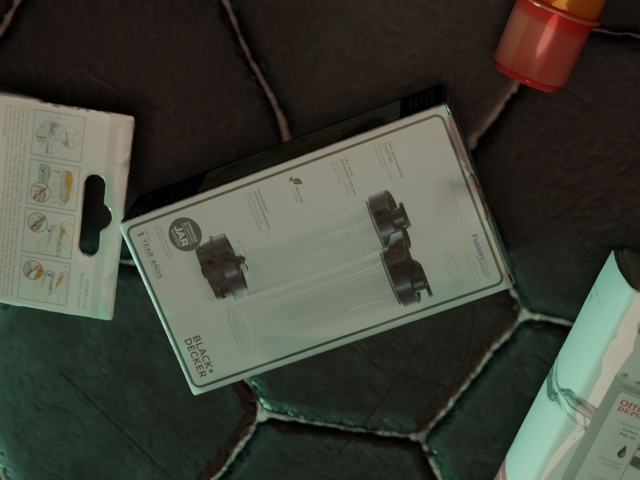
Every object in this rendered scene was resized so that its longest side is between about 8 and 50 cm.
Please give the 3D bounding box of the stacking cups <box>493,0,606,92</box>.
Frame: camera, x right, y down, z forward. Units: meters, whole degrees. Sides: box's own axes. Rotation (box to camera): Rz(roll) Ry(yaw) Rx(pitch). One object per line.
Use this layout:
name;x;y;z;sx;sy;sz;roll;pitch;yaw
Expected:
stacking cups;0.226;-0.271;1.171;0.096;0.096;0.316;22;112;-3

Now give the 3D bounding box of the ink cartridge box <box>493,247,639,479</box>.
ink cartridge box;0.285;0.178;1.276;0.207;0.117;0.283;23;107;-3

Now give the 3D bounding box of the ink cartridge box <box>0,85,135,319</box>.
ink cartridge box;-0.280;-0.041;1.283;0.232;0.066;0.189;8;107;-3

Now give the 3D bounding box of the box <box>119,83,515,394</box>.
box;0.000;0.000;1.258;0.290;0.087;0.169;-21;104;10
